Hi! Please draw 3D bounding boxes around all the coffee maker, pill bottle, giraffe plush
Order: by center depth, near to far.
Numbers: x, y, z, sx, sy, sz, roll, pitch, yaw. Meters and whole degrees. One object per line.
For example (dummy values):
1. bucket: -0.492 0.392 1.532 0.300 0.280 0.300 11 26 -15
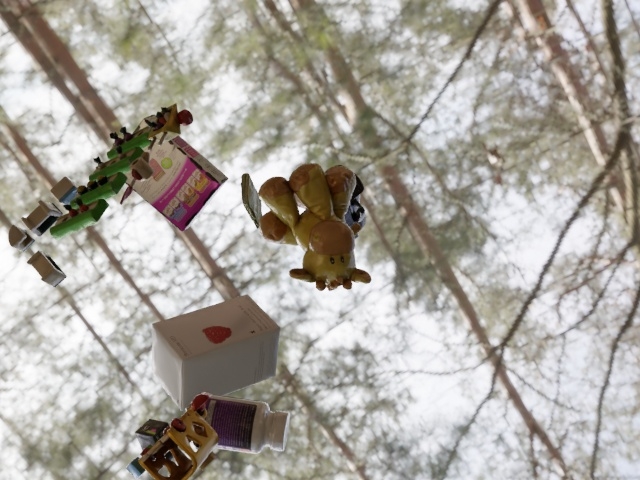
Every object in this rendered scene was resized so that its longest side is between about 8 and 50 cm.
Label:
1. giraffe plush: 0.000 0.000 1.457 0.181 0.210 0.170 -20 -142 0
2. pill bottle: -0.165 0.382 1.860 0.193 0.108 0.108 7 -149 5
3. coffee maker: 0.018 -0.064 2.028 0.171 0.178 0.120 -17 -119 -3

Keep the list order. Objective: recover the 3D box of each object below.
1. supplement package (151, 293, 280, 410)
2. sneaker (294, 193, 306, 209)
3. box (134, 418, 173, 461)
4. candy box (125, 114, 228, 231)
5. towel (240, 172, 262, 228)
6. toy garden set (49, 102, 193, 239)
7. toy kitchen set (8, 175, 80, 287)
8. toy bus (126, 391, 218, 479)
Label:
1. supplement package: -0.279 0.292 2.382 0.293 0.175 0.177 -16 -141 -32
2. sneaker: 0.007 -0.077 1.597 0.134 0.051 0.070 -8 -157 -42
3. box: -0.360 0.444 1.979 0.062 0.083 0.052 3 -151 36
4. candy box: -0.355 -0.157 2.093 0.159 0.233 0.071 -48 -177 19
5. towel: -0.186 -0.109 2.458 0.027 0.110 0.148 -19 -142 8
6. toy garden set: -0.326 -0.125 1.458 0.204 0.049 0.244 -19 -147 35
7. toy kitchen set: -0.615 -0.014 2.161 0.207 0.166 0.122 -44 166 -2
8. toy bus: -0.241 0.372 1.640 0.202 0.104 0.191 -43 177 -27
